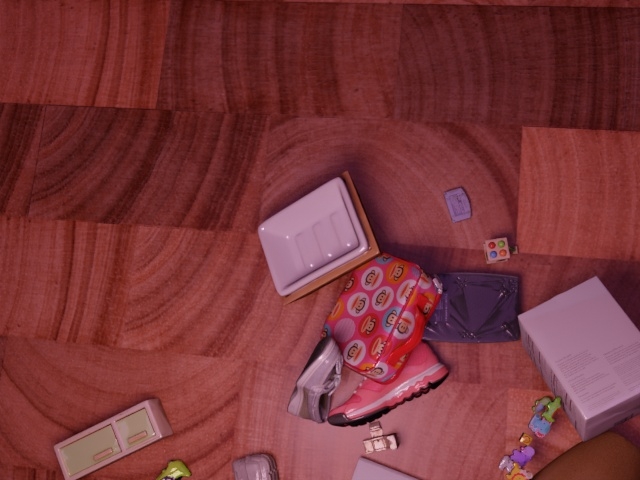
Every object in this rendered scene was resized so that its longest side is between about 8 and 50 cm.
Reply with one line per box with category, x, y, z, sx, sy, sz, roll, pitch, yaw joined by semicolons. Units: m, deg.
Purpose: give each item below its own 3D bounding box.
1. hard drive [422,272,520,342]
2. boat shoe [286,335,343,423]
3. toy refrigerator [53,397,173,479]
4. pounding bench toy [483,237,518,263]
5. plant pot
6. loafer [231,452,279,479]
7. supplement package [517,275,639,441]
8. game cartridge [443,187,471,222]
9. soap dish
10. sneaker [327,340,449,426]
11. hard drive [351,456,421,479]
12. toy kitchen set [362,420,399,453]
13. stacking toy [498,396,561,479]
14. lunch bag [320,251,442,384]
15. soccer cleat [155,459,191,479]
hard drive;0.355;0.166;1.666;0.255;0.054;0.171;0;80;7
boat shoe;0.002;0.332;1.579;0.103;0.320;0.118;27;48;6
toy refrigerator;-0.524;0.505;1.717;0.270;0.094;0.102;-26;77;3
pounding bench toy;0.450;0.023;1.673;0.083;0.065;0.052;-9;79;6
plant pot;0.597;0.552;1.497;0.237;0.237;0.254;43;72;13
loafer;-0.148;0.679;1.630;0.112;0.112;0.319;-13;71;11
supplement package;0.597;0.263;1.502;0.199;0.198;0.262;-28;56;3
game cartridge;0.352;-0.090;1.733;0.056;0.017;0.083;-16;78;9
soap dish;0.000;0.000;1.665;0.291;0.118;0.228;-31;65;24
sneaker;0.148;0.347;1.652;0.314;0.116;0.136;-26;66;-4
hard drive;0.201;0.650;1.567;0.308;0.040;0.203;19;52;10
toy kitchen set;0.139;0.474;1.635;0.083;0.075;0.068;-16;77;6
stacking toy;0.482;0.454;1.541;0.052;0.167;0.221;31;85;12
lunch bag;0.150;0.180;1.599;0.258;0.120;0.293;21;79;54
soccer cleat;-0.398;0.632;1.695;0.072;0.060;0.179;39;85;11
